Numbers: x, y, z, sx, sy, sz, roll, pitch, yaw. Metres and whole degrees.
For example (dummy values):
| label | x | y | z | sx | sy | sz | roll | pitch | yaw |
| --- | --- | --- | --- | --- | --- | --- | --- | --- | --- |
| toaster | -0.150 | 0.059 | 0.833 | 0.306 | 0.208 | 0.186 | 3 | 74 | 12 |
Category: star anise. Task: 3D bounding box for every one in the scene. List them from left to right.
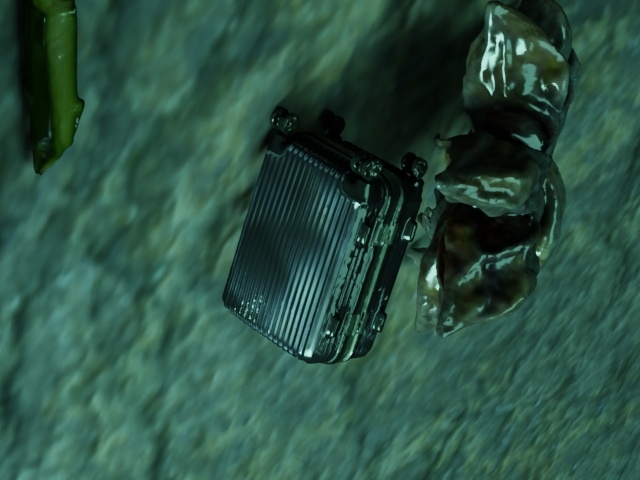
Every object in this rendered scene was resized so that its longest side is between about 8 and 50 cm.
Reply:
| label | x | y | z | sx | sy | sz | roll | pitch | yaw |
| --- | --- | --- | --- | --- | --- | --- | --- | --- | --- |
| star anise | 0.100 | -0.035 | 0.903 | 0.262 | 0.081 | 0.230 | 97 | 4 | -58 |

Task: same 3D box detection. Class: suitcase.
| label | x | y | z | sx | sy | sz | roll | pitch | yaw |
| --- | --- | --- | --- | --- | --- | --- | --- | --- | --- |
| suitcase | 0.000 | 0.000 | 0.855 | 0.059 | 0.086 | 0.126 | -2 | 116 | -48 |

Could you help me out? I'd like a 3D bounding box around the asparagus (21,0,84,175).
| label | x | y | z | sx | sy | sz | roll | pitch | yaw |
| --- | --- | --- | --- | --- | --- | --- | --- | --- | --- |
| asparagus | -0.118 | -0.069 | 0.698 | 0.025 | 0.021 | 0.108 | -28 | 142 | -35 |
